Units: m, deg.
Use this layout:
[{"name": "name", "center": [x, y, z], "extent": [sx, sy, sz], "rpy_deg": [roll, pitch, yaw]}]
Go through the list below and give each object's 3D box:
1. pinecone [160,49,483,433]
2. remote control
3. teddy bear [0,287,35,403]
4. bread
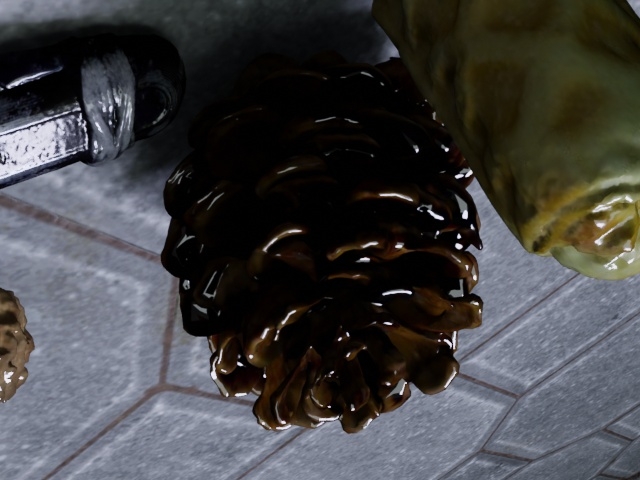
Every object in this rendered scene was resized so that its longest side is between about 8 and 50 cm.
[{"name": "pinecone", "center": [0.000, 0.000, 0.627], "extent": [0.224, 0.272, 0.224], "rpy_deg": [1, 130, 1]}, {"name": "remote control", "center": [-0.193, -0.054, 0.530], "extent": [0.266, 0.066, 0.090], "rpy_deg": [-18, 150, -22]}, {"name": "teddy bear", "center": [-0.297, 0.113, 0.517], "extent": [0.246, 0.222, 0.296], "rpy_deg": [-27, 149, 16]}, {"name": "bread", "center": [0.129, -0.099, 0.564], "extent": [0.130, 0.267, 0.152], "rpy_deg": [-36, 153, 20]}]
